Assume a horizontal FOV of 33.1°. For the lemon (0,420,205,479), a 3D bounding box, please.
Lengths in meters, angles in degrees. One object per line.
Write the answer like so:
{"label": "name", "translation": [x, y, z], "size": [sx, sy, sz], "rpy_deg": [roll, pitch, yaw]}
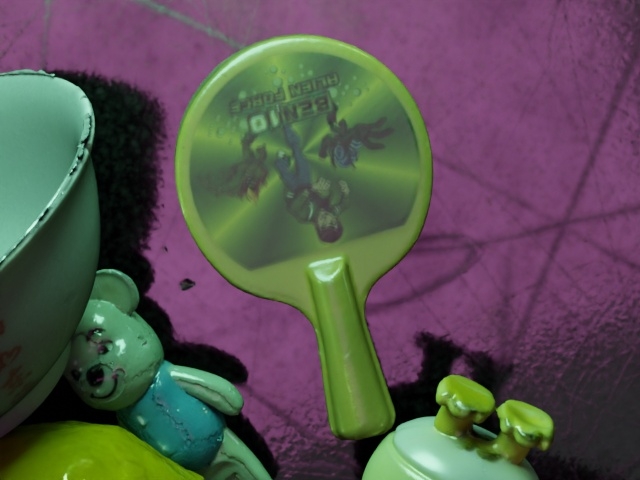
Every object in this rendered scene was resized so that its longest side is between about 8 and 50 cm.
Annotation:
{"label": "lemon", "translation": [-0.193, 0.247, 0.768], "size": [0.233, 0.233, 0.288], "rpy_deg": [39, 130, -6]}

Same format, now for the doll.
{"label": "doll", "translation": [0.083, 0.250, 0.836], "size": [0.141, 0.117, 0.296], "rpy_deg": [20, 98, -1]}

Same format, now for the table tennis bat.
{"label": "table tennis bat", "translation": [0.000, 0.000, 0.838], "size": [0.198, 0.050, 0.321], "rpy_deg": [-13, 95, -1]}

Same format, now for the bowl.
{"label": "bowl", "translation": [-0.271, 0.048, 0.735], "size": [0.345, 0.345, 0.157], "rpy_deg": [-26, 124, 3]}

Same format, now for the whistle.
{"label": "whistle", "translation": [-0.124, 0.131, 0.838], "size": [0.114, 0.077, 0.236], "rpy_deg": [-40, 100, 14]}
